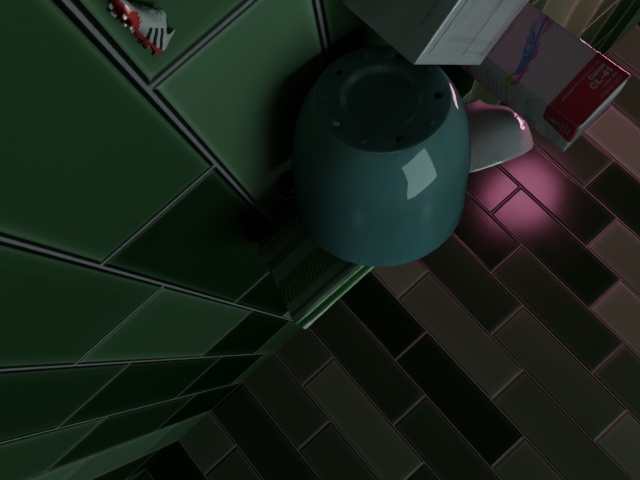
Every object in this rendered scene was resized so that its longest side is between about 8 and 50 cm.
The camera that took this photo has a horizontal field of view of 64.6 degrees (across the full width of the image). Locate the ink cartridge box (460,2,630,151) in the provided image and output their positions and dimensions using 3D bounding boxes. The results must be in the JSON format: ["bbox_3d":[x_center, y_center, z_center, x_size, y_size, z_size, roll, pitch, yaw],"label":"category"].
[{"bbox_3d":[0.420,-0.337,1.004,0.131,0.306,0.226,-47,166,14],"label":"ink cartridge box"}]

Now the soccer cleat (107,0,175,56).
[{"bbox_3d":[-0.151,-0.191,0.435,0.036,0.029,0.083,-51,170,-1],"label":"soccer cleat"}]

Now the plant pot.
[{"bbox_3d":[0.088,-0.140,0.761,0.293,0.293,0.235,-39,157,-13],"label":"plant pot"}]

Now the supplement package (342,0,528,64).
[{"bbox_3d":[0.169,-0.330,0.677,0.244,0.134,0.139,-25,157,-52],"label":"supplement package"}]

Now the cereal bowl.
[{"bbox_3d":[0.320,-0.245,1.211,0.339,0.141,0.339,-17,-168,4],"label":"cereal bowl"}]

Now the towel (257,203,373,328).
[{"bbox_3d":[0.000,0.000,0.970,0.248,0.038,0.325,-42,-149,4],"label":"towel"}]

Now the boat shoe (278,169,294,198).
[{"bbox_3d":[-0.020,-0.126,0.958,0.133,0.049,0.042,-33,172,-18],"label":"boat shoe"}]
